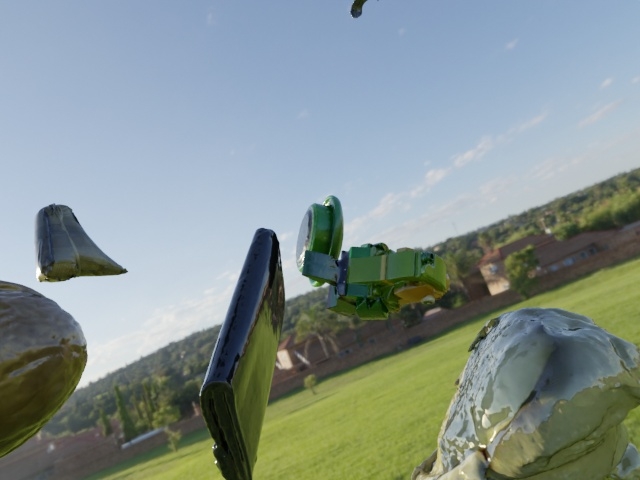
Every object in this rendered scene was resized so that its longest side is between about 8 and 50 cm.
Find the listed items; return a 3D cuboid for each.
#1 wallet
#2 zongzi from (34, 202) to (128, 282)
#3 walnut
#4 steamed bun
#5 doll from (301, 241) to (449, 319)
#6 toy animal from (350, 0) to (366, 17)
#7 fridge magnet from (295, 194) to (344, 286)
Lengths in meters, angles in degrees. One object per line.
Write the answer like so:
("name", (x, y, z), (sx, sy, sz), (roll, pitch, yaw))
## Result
("wallet", (-0.117, 0.173, 0.901), (0.062, 0.228, 0.406), (1, 32, 5))
("zongzi", (-0.568, 0.006, 1.241), (0.197, 0.194, 0.099), (-2, -22, -35))
("walnut", (-0.558, 0.212, 0.862), (0.333, 0.333, 0.333), (-22, -8, -3))
("steamed bun", (0.275, 0.264, 0.676), (0.372, 0.230, 0.325), (-66, -13, 14))
("doll", (0.085, 0.054, 0.740), (0.186, 0.106, 0.134), (-4, -31, 21))
("toy animal", (0.071, -0.347, 0.733), (0.050, 0.084, 0.028), (12, 17, -35))
("fridge magnet", (0.000, 0.000, 1.160), (0.088, 0.208, 0.208), (12, -17, -13))
